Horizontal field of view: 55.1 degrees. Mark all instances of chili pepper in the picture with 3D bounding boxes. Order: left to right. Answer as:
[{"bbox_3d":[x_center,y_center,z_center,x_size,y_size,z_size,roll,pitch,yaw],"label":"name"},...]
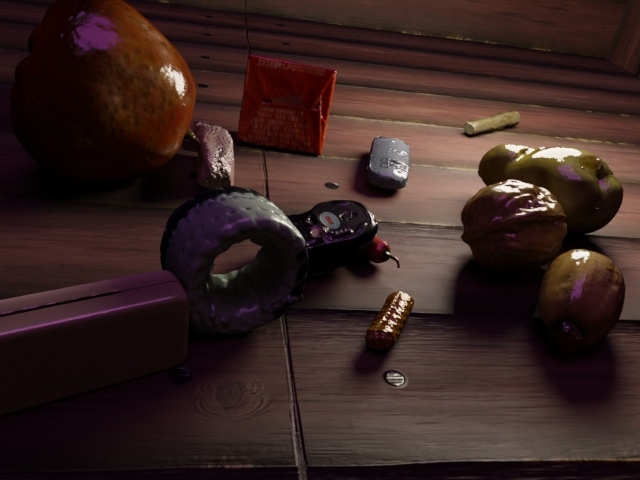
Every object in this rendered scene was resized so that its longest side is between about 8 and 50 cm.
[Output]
[{"bbox_3d":[0.094,0.008,1.265,0.059,0.050,0.191,-36,44,-30],"label":"chili pepper"}]

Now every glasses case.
[{"bbox_3d":[-0.350,0.140,0.835,0.337,0.144,0.076,-10,37,-31],"label":"glasses case"},{"bbox_3d":[0.182,-0.210,1.631,0.109,0.067,0.282,14,33,2],"label":"glasses case"}]

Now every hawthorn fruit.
[{"bbox_3d":[-0.443,-0.302,1.328,0.403,0.402,0.402,7,31,-4],"label":"hawthorn fruit"}]

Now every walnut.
[{"bbox_3d":[0.400,-0.029,1.281,0.245,0.198,0.198,-9,36,-30],"label":"walnut"}]

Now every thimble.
[{"bbox_3d":[-0.145,0.037,0.997,0.237,0.237,0.150,-6,32,-25],"label":"thimble"}]

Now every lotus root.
[{"bbox_3d":[0.488,0.107,1.140,0.154,0.140,0.257,50,45,-11],"label":"lotus root"}]

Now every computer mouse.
[{"bbox_3d":[0.000,0.000,1.205,0.233,0.096,0.137,-17,38,-14],"label":"computer mouse"}]

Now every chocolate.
[{"bbox_3d":[-0.091,-0.369,1.663,0.238,0.234,0.108,9,20,-1],"label":"chocolate"}]

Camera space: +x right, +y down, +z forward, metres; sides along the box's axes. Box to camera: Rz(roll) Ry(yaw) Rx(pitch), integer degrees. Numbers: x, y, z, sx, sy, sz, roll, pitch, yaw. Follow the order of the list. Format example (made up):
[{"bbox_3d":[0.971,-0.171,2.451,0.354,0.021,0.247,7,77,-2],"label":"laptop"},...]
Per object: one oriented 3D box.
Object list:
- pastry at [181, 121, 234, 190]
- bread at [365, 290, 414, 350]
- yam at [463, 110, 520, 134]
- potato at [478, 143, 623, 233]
[{"bbox_3d":[-0.257,-0.203,1.465,0.112,0.102,0.265,2,33,-26],"label":"pastry"},{"bbox_3d":[0.123,0.138,1.067,0.052,0.044,0.157,14,30,18],"label":"bread"},{"bbox_3d":[0.575,-0.392,2.053,0.274,0.061,0.061,-20,42,-38],"label":"yam"},{"bbox_3d":[0.547,-0.137,1.490,0.351,0.202,0.218,26,22,38],"label":"potato"}]
